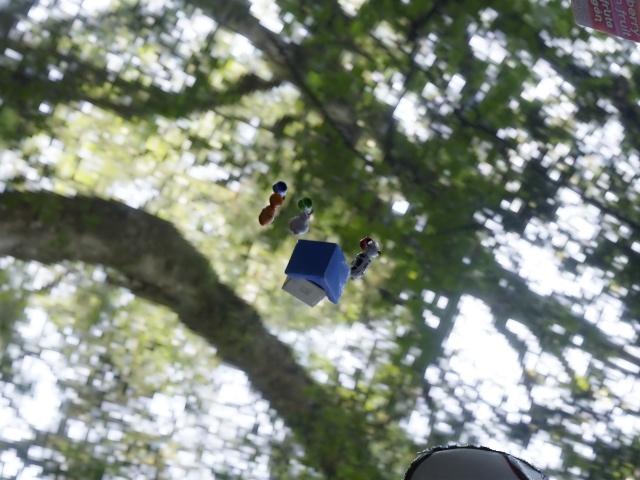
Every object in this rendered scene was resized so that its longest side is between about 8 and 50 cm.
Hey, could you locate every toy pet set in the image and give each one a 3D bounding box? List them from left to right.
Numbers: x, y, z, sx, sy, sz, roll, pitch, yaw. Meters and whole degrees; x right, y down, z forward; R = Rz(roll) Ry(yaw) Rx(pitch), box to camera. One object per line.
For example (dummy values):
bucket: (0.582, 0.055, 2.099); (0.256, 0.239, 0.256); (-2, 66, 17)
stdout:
toy pet set: (0.000, 0.000, 1.505); (0.065, 0.122, 0.114); (-44, -162, 54)

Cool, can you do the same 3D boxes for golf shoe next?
golf shoe: (0.200, 0.269, 1.408); (0.273, 0.120, 0.105); (27, -91, 9)

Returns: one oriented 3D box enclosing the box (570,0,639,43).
box: (0.235, -0.285, 0.986); (0.154, 0.299, 0.142); (-31, -146, -21)
